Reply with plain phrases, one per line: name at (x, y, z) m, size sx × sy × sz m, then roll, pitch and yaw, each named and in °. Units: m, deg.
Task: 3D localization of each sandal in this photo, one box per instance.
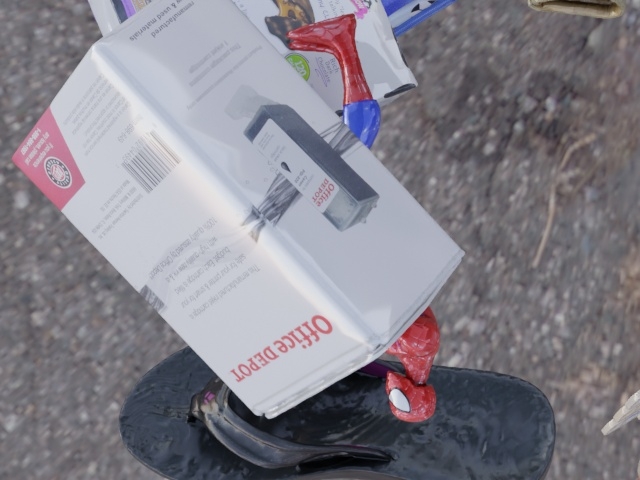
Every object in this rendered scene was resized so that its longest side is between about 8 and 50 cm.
sandal at (0.010, 0.164, 1.495) m, size 0.446 × 0.107 × 0.167 m, roll 1°, pitch 64°, yaw 11°

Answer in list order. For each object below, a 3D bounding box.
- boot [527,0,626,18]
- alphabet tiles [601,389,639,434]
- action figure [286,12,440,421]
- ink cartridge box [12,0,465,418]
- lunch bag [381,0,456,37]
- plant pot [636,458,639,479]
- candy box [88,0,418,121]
boot at (0.233, -0.353, 1.579) m, size 0.095 × 0.262 × 0.203 m, roll -3°, pitch 77°, yaw 52°
alphabet tiles at (0.457, 0.135, 1.763) m, size 0.278 × 0.284 × 0.021 m, roll -29°, pitch 72°, yaw -14°
action figure at (0.000, 0.000, 1.037) m, size 0.139 × 0.091 × 0.280 m, roll -18°, pitch 90°, yaw 3°
ink cartridge box at (-0.049, -0.019, 0.844) m, size 0.218 × 0.092 × 0.158 m, roll 48°, pitch 146°, yaw -4°
lunch bag at (0.096, -0.307, 1.439) m, size 0.303 × 0.243 × 0.115 m, roll -31°, pitch 128°, yaw 31°
plant pot at (0.326, 0.234, 1.004) m, size 0.243 × 0.275 × 0.275 m, roll 17°, pitch 110°, yaw 7°
candy box at (-0.051, -0.150, 1.119) m, size 0.196 × 0.070 × 0.164 m, roll -22°, pitch 89°, yaw -18°
